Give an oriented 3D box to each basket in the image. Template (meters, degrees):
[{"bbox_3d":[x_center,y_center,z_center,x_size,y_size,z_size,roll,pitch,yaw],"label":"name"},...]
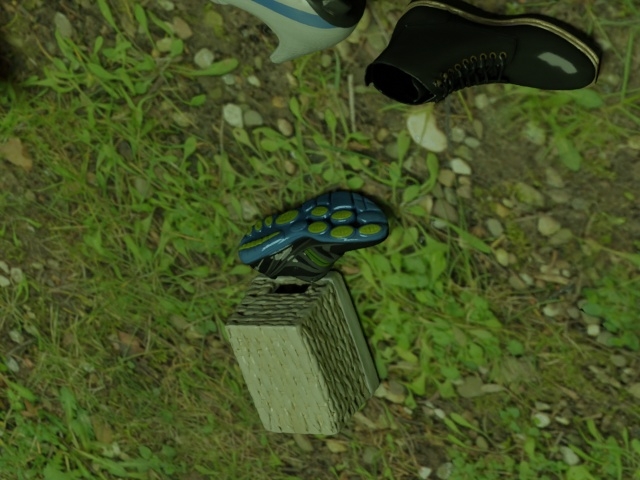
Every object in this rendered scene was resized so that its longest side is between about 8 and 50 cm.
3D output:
[{"bbox_3d":[-0.021,0.128,1.970,0.113,0.103,0.167,-1,124,32],"label":"basket"}]

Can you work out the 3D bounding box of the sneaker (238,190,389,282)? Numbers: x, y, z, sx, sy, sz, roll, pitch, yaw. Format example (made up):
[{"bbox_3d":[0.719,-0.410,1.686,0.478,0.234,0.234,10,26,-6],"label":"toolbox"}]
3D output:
[{"bbox_3d":[0.000,0.000,1.899,0.188,0.067,0.078,-16,136,35],"label":"sneaker"}]

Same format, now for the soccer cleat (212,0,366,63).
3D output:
[{"bbox_3d":[-0.098,-0.306,1.675,0.143,0.116,0.331,-29,107,40],"label":"soccer cleat"}]

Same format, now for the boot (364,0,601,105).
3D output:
[{"bbox_3d":[0.149,-0.154,1.636,0.198,0.137,0.077,14,130,19],"label":"boot"}]
